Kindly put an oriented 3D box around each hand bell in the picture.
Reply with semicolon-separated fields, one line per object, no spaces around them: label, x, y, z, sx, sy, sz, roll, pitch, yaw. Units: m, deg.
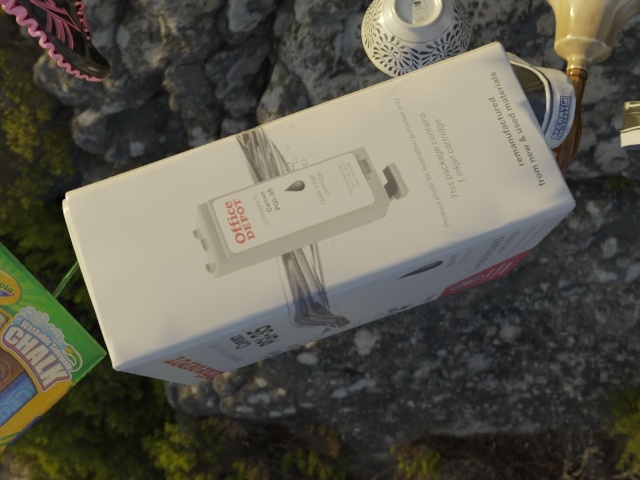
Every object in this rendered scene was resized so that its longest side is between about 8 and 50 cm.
hand bell;0.307;-0.191;0.876;0.126;0.126;0.242;15;84;4

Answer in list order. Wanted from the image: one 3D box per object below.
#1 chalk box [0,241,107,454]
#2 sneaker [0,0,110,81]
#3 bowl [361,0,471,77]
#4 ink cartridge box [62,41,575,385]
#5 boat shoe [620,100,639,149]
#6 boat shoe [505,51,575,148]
chalk box;-0.278;0.099;0.608;0.132;0.213;0.132;49;149;-6
sneaker;-0.203;-0.178;0.569;0.057;0.047;0.119;-38;129;7
bowl;0.145;-0.335;1.088;0.170;0.170;0.080;9;169;8
ink cartridge box;0.000;0.000;0.509;0.282;0.117;0.207;-20;166;-2
boat shoe;0.600;-0.214;1.152;0.113;0.306;0.105;-2;90;-12
boat shoe;0.179;-0.164;0.836;0.102;0.301;0.108;3;108;-9
